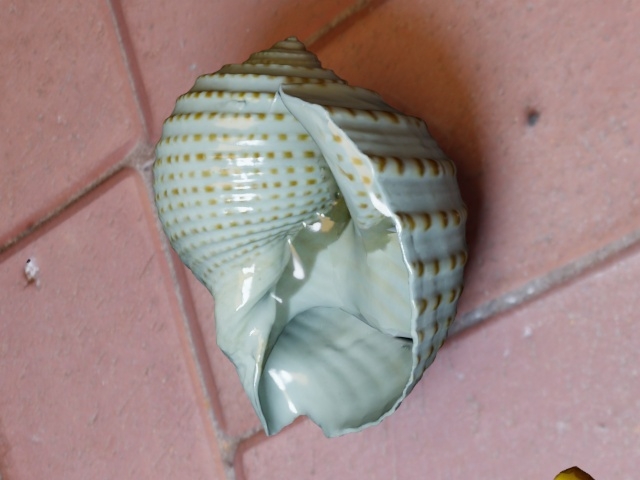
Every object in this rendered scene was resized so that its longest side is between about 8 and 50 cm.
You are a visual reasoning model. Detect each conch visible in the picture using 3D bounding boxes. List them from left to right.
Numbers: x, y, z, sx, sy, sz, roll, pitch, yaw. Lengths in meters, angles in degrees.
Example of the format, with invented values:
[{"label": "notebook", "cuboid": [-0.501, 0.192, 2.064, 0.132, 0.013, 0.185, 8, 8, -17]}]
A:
[{"label": "conch", "cuboid": [0.010, -0.010, 1.286, 0.303, 0.215, 0.319, 6, 119, 45]}]

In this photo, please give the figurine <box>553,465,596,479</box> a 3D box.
[{"label": "figurine", "cuboid": [0.319, 0.242, 0.896, 0.401, 0.387, 0.268, 22, 83, 42]}]
